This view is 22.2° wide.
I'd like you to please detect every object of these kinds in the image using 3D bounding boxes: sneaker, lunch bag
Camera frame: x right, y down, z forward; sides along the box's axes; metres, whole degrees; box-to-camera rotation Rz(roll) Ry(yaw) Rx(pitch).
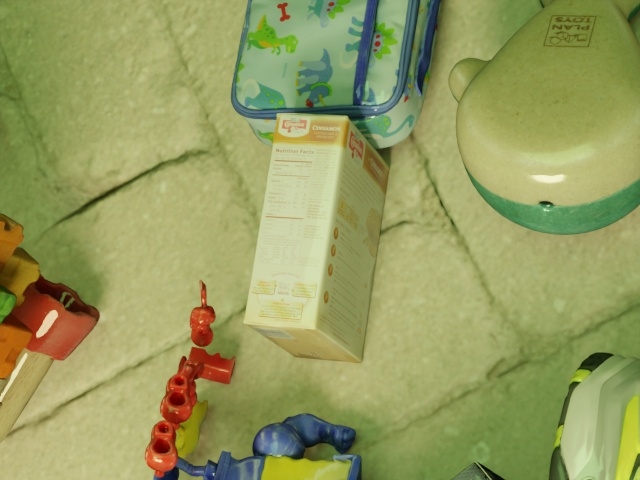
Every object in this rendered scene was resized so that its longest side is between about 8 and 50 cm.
[{"bbox_3d":[0.238,0.279,1.260,0.147,0.145,0.385,8,79,21],"label":"sneaker"},{"bbox_3d":[0.020,-0.194,1.487,0.176,0.090,0.219,3,68,20],"label":"lunch bag"}]

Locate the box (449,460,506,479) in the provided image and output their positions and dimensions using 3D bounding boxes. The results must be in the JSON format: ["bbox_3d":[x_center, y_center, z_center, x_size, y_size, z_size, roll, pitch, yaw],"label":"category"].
[{"bbox_3d":[0.068,0.276,1.295,0.232,0.183,0.059,-39,66,4],"label":"box"}]

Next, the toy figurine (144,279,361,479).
[{"bbox_3d":[-0.039,0.229,1.329,0.217,0.191,0.363,13,48,0],"label":"toy figurine"}]

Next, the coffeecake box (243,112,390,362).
[{"bbox_3d":[0.000,0.000,1.419,0.068,0.142,0.186,4,76,19],"label":"coffeecake box"}]

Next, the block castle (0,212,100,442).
[{"bbox_3d":[-0.412,0.008,1.390,0.303,0.453,0.213,35,95,25],"label":"block castle"}]

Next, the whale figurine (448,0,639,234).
[{"bbox_3d":[0.219,-0.121,1.406,0.216,0.141,0.272,2,51,19],"label":"whale figurine"}]
